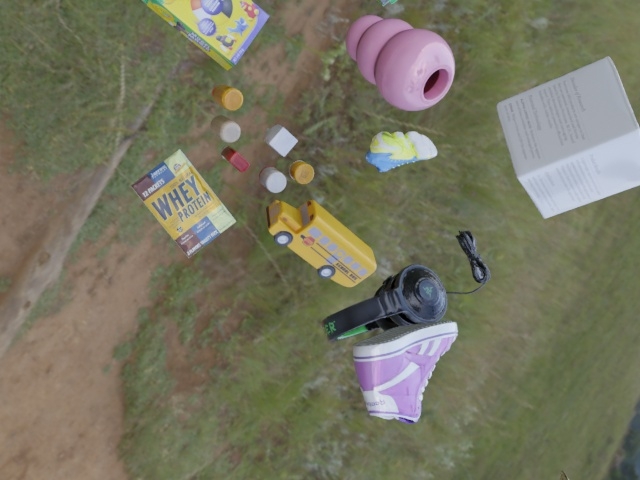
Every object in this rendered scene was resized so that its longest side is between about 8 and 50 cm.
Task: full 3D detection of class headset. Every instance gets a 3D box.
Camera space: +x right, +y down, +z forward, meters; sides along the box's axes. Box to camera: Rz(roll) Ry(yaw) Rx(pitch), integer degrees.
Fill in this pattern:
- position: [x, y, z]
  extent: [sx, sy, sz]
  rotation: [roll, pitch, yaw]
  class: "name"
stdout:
- position: [0.184, 0.109, 1.618]
  extent: [0.395, 0.185, 0.243]
  rotation: [-17, 168, -12]
  class: "headset"

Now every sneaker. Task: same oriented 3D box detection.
- position: [0.232, -0.263, 2.218]
  extent: [0.240, 0.091, 0.126]
  rotation: [5, 146, -35]
  class: "sneaker"
- position: [0.161, 0.235, 1.320]
  extent: [0.282, 0.102, 0.160]
  rotation: [-11, 89, -47]
  class: "sneaker"

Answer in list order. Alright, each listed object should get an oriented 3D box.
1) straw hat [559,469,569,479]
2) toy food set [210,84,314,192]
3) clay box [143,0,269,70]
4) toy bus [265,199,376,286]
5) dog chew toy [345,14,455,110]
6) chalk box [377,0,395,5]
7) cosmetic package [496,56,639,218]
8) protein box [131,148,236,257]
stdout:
- position: [0.410, 0.416, 1.124]
  extent: [0.061, 0.144, 0.144]
  rotation: [-9, 156, 7]
  class: "straw hat"
- position: [-0.124, -0.179, 1.365]
  extent: [0.232, 0.104, 0.111]
  rotation: [40, 90, -28]
  class: "toy food set"
- position: [-0.221, -0.442, 1.388]
  extent: [0.127, 0.222, 0.053]
  rotation: [-59, -158, -15]
  class: "clay box"
- position: [0.000, 0.000, 2.039]
  extent: [0.130, 0.108, 0.333]
  rotation: [-36, 126, 22]
  class: "toy bus"
- position: [0.189, -0.476, 1.911]
  extent: [0.207, 0.332, 0.206]
  rotation: [-26, 140, -24]
  class: "dog chew toy"
- position: [0.175, -0.782, 2.134]
  extent: [0.132, 0.132, 0.213]
  rotation: [-40, 135, 8]
  class: "chalk box"
- position: [0.399, -0.156, 1.158]
  extent: [0.184, 0.151, 0.151]
  rotation: [-21, 146, 22]
  class: "cosmetic package"
- position: [-0.309, -0.085, 1.703]
  extent: [0.136, 0.201, 0.200]
  rotation: [-38, -173, -4]
  class: "protein box"
